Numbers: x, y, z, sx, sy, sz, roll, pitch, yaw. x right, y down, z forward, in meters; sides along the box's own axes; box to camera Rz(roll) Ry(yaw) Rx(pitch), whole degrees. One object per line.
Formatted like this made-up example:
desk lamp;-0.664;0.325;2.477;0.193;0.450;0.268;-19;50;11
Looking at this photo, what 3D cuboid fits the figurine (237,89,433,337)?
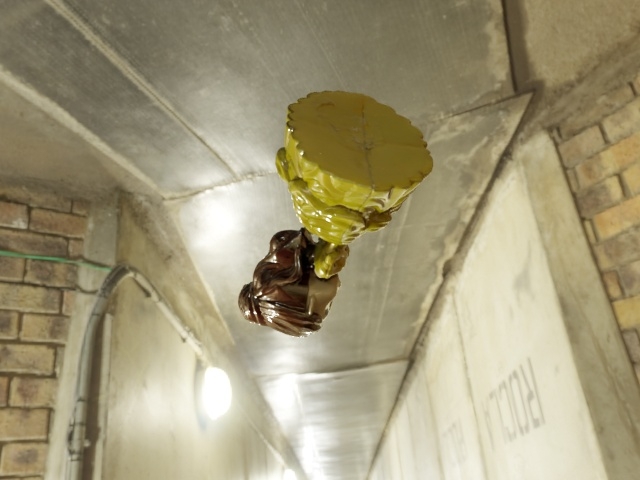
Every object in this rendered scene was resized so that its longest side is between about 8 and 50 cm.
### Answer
figurine;0.004;0.000;0.683;0.168;0.187;0.315;-8;136;-28
